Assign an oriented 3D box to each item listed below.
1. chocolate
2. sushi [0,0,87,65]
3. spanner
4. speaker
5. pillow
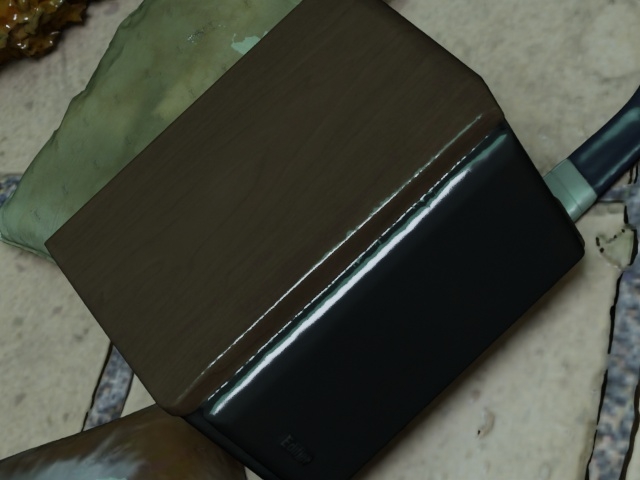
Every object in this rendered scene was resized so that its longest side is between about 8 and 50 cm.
[{"bbox_3d":[-0.169,0.185,0.793,0.254,0.080,0.157,-23,54,12],"label":"chocolate"},{"bbox_3d":[-0.236,-0.282,1.018,0.348,0.234,0.207,-42,52,4],"label":"sushi"},{"bbox_3d":[0.155,-0.032,0.804,0.316,0.024,0.087,-43,55,-3],"label":"spanner"},{"bbox_3d":[0.000,0.000,0.757,0.231,0.153,0.192,-43,47,0],"label":"speaker"},{"bbox_3d":[-0.089,-0.101,0.930,0.185,0.075,0.302,24,77,33],"label":"pillow"}]
